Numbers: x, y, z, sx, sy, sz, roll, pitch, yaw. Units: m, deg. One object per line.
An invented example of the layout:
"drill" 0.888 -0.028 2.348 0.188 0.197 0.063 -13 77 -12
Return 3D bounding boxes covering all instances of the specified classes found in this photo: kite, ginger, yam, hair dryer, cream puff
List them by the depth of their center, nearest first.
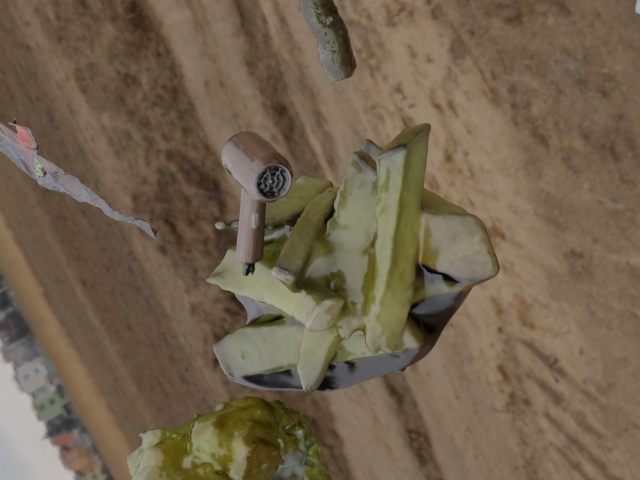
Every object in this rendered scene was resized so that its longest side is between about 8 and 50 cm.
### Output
"kite" -0.220 -0.064 0.686 0.232 0.009 0.189 34 166 -9
"cream puff" -0.124 0.296 1.130 0.185 0.281 0.282 27 143 45
"hair dryer" -0.081 -0.035 1.154 0.117 0.064 0.182 -133 43 -57
"ginger" 0.000 0.000 1.203 0.211 0.413 0.359 43 -154 -50
"yam" -0.001 -0.347 1.402 0.061 0.061 0.253 46 169 38

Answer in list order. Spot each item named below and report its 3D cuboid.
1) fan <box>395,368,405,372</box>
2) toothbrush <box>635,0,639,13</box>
"fan" 0.136 0.157 1.617 0.082 0.039 0.155 21 111 61
"toothbrush" 0.551 -0.497 1.428 0.029 0.307 0.025 17 -172 -42
